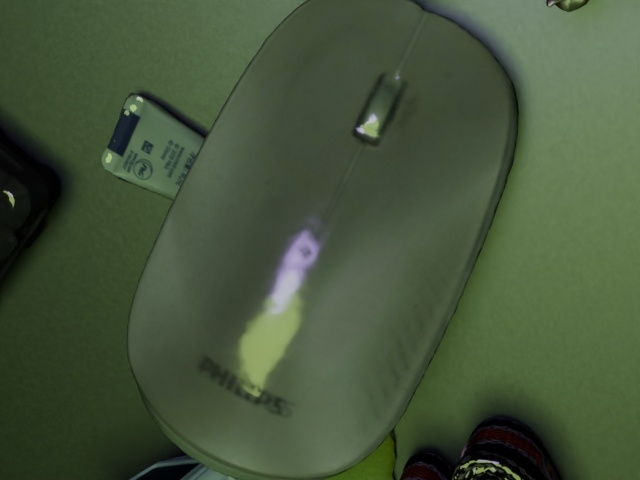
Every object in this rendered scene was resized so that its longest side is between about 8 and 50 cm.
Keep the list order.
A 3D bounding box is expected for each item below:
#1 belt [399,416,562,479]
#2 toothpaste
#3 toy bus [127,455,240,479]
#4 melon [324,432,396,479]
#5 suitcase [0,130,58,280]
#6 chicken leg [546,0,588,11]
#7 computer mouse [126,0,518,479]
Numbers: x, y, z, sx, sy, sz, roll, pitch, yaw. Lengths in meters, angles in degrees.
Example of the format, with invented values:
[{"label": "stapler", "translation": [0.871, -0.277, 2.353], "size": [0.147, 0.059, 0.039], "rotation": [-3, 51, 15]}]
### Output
[{"label": "belt", "translation": [0.197, 0.276, 0.904], "size": [0.359, 0.094, 0.126], "rotation": [43, 108, -1]}, {"label": "toothpaste", "translation": [-0.054, -0.029, 0.919], "size": [0.216, 0.037, 0.062], "rotation": [28, 102, 8]}, {"label": "toy bus", "translation": [-0.067, 0.291, 0.928], "size": [0.133, 0.165, 0.271], "rotation": [-17, 108, 50]}, {"label": "melon", "translation": [0.014, 0.158, 0.955], "size": [0.114, 0.053, 0.261], "rotation": [-15, 104, -2]}, {"label": "suitcase", "translation": [-0.347, 0.007, 0.983], "size": [0.206, 0.066, 0.285], "rotation": [38, 109, 1]}, {"label": "chicken leg", "translation": [0.200, -0.332, 0.696], "size": [0.201, 0.153, 0.429], "rotation": [18, 97, 16]}, {"label": "computer mouse", "translation": [0.000, 0.000, 0.847], "size": [0.197, 0.095, 0.330], "rotation": [24, 92, 1]}]
